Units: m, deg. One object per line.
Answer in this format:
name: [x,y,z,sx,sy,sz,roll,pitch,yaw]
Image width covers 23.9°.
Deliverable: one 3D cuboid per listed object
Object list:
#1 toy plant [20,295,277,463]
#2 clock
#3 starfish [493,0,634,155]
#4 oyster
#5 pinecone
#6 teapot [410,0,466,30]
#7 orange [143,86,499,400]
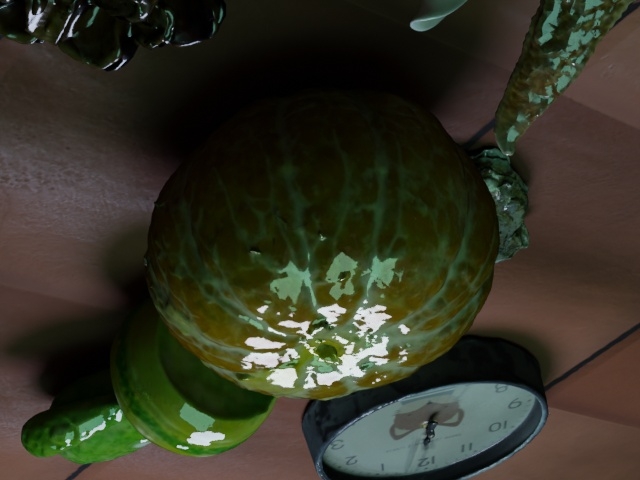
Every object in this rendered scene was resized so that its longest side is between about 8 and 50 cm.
toy plant: [-0.197,0.180,1.676,0.224,0.185,0.316,-10,163,-41]
clock: [0.139,0.235,1.972,0.325,0.067,0.325,-10,147,-7]
starfish: [0.208,-0.277,0.997,0.383,0.132,0.398,-27,110,31]
oyster: [0.166,-0.029,1.588,0.125,0.064,0.177,-28,138,-6]
pinecone: [-0.137,-0.225,0.989,0.243,0.257,0.243,1,153,0]
teapot: [0.145,-0.250,1.195,0.226,0.092,0.145,-28,-179,-17]
orange: [0.000,0.000,1.391,0.329,0.249,0.329,-9,143,-7]
